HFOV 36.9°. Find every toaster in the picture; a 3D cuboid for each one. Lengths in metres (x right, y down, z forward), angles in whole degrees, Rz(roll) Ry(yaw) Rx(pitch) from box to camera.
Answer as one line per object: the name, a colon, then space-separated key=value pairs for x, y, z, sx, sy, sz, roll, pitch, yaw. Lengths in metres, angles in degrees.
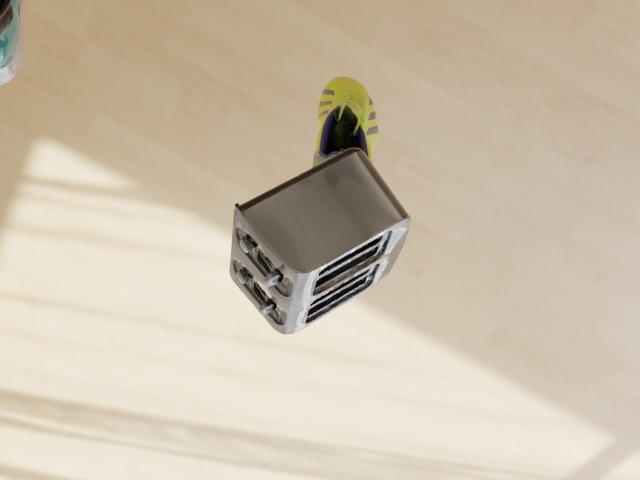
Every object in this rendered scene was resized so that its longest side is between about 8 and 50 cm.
toaster: x=0.000 y=0.000 z=1.035 sx=0.110 sy=0.185 sz=0.168 roll=54 pitch=158 yaw=18

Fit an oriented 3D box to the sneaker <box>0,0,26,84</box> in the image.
sneaker: x=-0.389 y=-0.333 z=1.108 sx=0.108 sy=0.302 sz=0.121 roll=-4 pitch=155 yaw=-14

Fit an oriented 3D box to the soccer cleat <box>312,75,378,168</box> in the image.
soccer cleat: x=0.040 y=-0.164 z=1.368 sx=0.093 sy=0.289 sz=0.121 roll=7 pitch=132 yaw=-1
